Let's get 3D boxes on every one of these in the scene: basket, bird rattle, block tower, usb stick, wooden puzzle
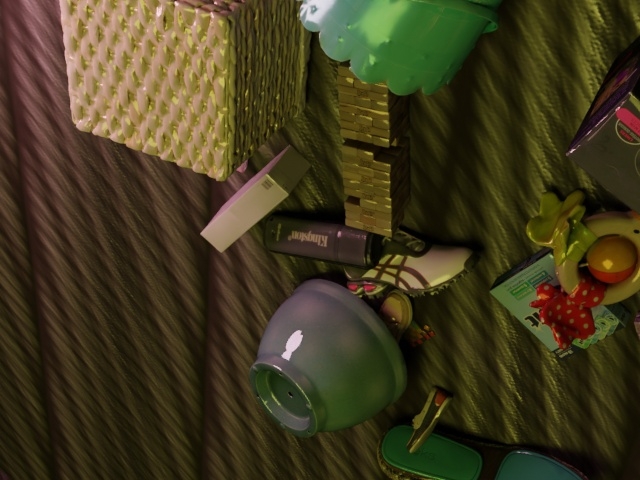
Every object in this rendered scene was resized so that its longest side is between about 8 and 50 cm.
[{"bbox_3d":[-0.211,-0.325,1.919,0.328,0.266,0.331,20,133,17],"label":"basket"},{"bbox_3d":[0.436,0.045,1.917,0.207,0.143,0.253,-12,111,2],"label":"bird rattle"},{"bbox_3d":[0.090,-0.170,1.990,0.097,0.091,0.335,15,132,20],"label":"block tower"},{"bbox_3d":[0.000,0.000,2.172,0.278,0.045,0.077,9,102,44],"label":"usb stick"},{"bbox_3d":[0.177,0.177,2.295,0.049,0.006,0.083,45,136,-10],"label":"wooden puzzle"}]

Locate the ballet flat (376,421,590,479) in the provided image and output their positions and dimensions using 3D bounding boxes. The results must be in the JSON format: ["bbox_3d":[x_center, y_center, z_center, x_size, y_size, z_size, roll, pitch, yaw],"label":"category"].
[{"bbox_3d":[0.342,0.483,2.375,0.483,0.164,0.182,13,154,30],"label":"ballet flat"}]

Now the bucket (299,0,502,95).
[{"bbox_3d":[0.124,-0.358,1.688,0.281,0.281,0.183,36,132,0],"label":"bucket"}]

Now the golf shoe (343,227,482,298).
[{"bbox_3d":[0.148,0.032,2.123,0.273,0.105,0.120,-7,115,35],"label":"golf shoe"}]

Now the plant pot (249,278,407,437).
[{"bbox_3d":[-0.009,0.248,2.280,0.293,0.196,0.293,31,141,28],"label":"plant pot"}]

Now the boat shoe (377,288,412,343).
[{"bbox_3d":[0.127,0.163,2.269,0.063,0.059,0.170,35,138,22],"label":"boat shoe"}]

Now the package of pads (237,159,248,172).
[{"bbox_3d":[-0.168,-0.164,2.197,0.083,0.032,0.050,28,133,8],"label":"package of pads"}]

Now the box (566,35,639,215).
[{"bbox_3d":[0.468,-0.176,1.621,0.165,0.270,0.143,38,137,-3],"label":"box"}]

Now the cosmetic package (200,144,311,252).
[{"bbox_3d":[-0.119,-0.073,2.198,0.060,0.099,0.239,42,137,-10],"label":"cosmetic package"}]

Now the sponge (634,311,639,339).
[{"bbox_3d":[0.634,0.166,1.987,0.210,0.031,0.117,-5,123,34],"label":"sponge"}]

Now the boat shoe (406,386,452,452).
[{"bbox_3d":[0.204,0.352,2.357,0.043,0.049,0.137,34,94,20],"label":"boat shoe"}]

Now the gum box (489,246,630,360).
[{"bbox_3d":[0.409,0.106,2.065,0.184,0.041,0.157,43,135,-7],"label":"gum box"}]
